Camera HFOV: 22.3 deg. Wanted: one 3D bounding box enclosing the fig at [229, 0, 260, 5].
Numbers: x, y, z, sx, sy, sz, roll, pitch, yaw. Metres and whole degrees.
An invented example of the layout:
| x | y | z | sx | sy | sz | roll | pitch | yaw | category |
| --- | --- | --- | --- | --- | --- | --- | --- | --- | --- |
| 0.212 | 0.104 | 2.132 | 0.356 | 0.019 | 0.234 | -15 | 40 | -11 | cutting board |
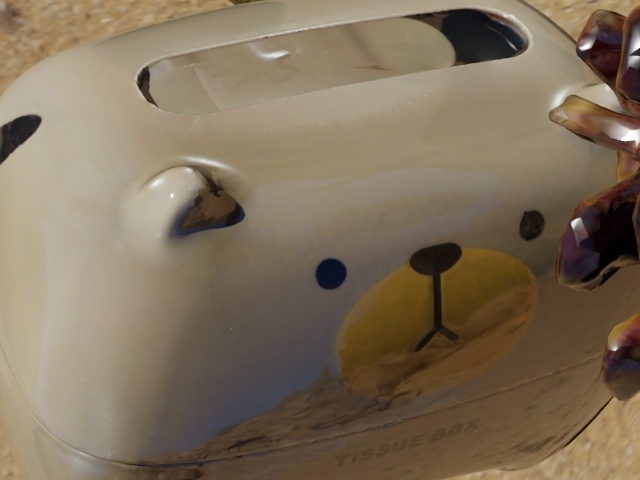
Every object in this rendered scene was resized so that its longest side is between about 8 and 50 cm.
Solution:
| x | y | z | sx | sy | sz | roll | pitch | yaw | category |
| --- | --- | --- | --- | --- | --- | --- | --- | --- | --- |
| -0.076 | -0.311 | 1.883 | 0.084 | 0.082 | 0.098 | 63 | 150 | 6 | fig |

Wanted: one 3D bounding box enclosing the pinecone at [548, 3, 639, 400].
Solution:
| x | y | z | sx | sy | sz | roll | pitch | yaw | category |
| --- | --- | --- | --- | --- | --- | --- | --- | --- | --- |
| 0.147 | -0.010 | 0.378 | 0.207 | 0.208 | 0.208 | 5 | 104 | 22 | pinecone |

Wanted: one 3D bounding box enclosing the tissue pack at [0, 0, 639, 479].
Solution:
| x | y | z | sx | sy | sz | roll | pitch | yaw | category |
| --- | --- | --- | --- | --- | --- | --- | --- | --- | --- |
| 0.000 | 0.000 | 0.921 | 0.277 | 0.387 | 0.267 | 101 | 149 | -42 | tissue pack |
